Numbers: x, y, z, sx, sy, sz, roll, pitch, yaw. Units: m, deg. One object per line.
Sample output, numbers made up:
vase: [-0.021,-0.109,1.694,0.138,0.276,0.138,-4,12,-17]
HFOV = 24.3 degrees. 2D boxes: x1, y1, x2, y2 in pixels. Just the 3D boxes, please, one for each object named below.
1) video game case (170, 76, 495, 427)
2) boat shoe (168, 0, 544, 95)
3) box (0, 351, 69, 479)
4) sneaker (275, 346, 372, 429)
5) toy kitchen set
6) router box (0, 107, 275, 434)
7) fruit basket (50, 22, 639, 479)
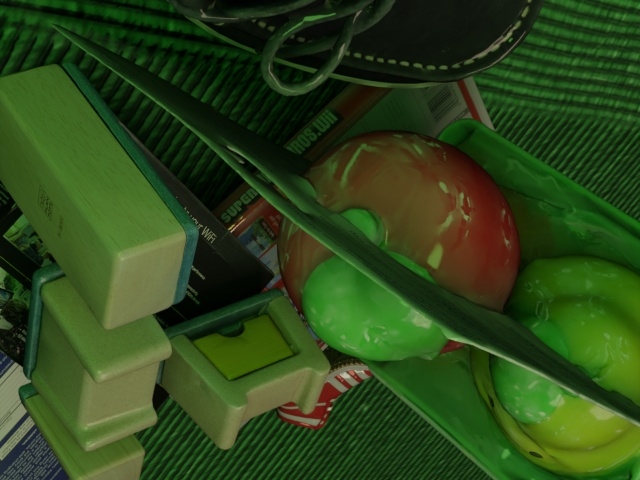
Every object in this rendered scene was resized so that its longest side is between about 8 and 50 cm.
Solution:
video game case: [0.000,0.000,0.987,0.285,0.025,0.204,-43,150,-4]
boat shoe: [-0.006,-0.163,0.662,0.187,0.156,0.500,-44,151,10]
box: [-0.182,0.094,0.912,0.136,0.036,0.225,-49,152,-18]
sneaker: [0.016,0.108,1.172,0.118,0.042,0.067,-15,140,-20]
toy kitchen set: [-0.074,0.011,0.761,0.166,0.122,0.207,-20,147,-31]
router box: [-0.121,0.017,0.816,0.133,0.046,0.179,-48,137,-6]
fruit basket: [0.057,0.027,0.760,0.353,0.327,0.165,19,104,-46]
